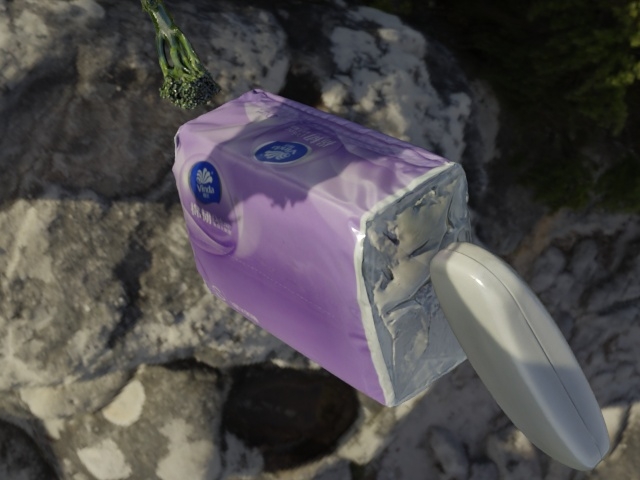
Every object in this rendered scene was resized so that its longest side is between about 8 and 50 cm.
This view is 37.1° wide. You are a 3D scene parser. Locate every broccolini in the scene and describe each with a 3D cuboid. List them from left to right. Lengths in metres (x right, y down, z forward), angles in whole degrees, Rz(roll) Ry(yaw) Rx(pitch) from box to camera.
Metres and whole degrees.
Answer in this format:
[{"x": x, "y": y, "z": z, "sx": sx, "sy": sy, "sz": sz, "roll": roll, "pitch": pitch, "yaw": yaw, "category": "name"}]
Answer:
[{"x": -0.188, "y": -0.244, "z": 1.107, "sx": 0.067, "sy": 0.216, "sz": 0.058, "roll": -19, "pitch": 159, "yaw": -34, "category": "broccolini"}]

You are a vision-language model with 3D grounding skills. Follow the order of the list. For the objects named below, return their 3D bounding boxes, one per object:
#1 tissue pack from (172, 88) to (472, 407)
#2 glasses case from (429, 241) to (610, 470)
[{"x": 0.000, "y": 0.000, "z": 1.028, "sx": 0.160, "sy": 0.338, "sz": 0.242, "roll": -30, "pitch": 126, "yaw": -28, "category": "tissue pack"}, {"x": 0.134, "y": 0.080, "z": 0.636, "sx": 0.049, "sy": 0.076, "sz": 0.197, "roll": -42, "pitch": 118, "yaw": -15, "category": "glasses case"}]
